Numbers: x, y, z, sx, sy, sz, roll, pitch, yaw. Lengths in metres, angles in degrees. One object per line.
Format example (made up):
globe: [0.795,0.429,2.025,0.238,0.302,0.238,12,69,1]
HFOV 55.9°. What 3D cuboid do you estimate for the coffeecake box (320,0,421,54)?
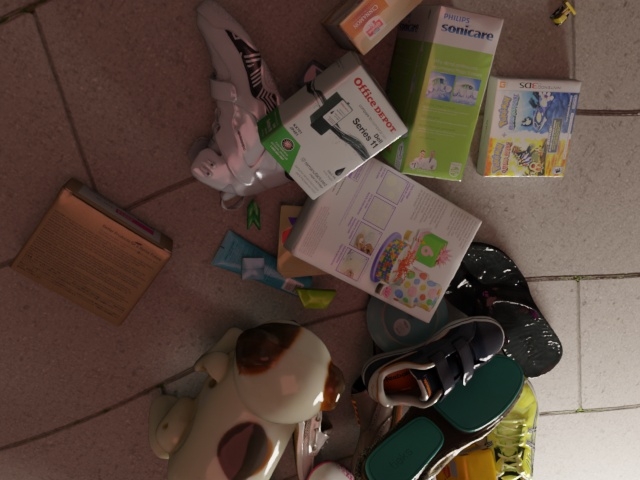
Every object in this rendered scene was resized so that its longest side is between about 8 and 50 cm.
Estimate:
coffeecake box: [0.086,-0.402,1.049,0.142,0.185,0.068,-42,112,6]

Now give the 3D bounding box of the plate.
plate: [0.195,0.168,1.332,0.188,0.024,0.188,1,82,-9]

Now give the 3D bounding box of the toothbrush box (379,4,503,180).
toothbrush box: [0.203,-0.275,1.110,0.122,0.206,0.283,5,109,-12]

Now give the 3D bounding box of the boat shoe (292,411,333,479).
boat shoe: [-0.017,0.446,1.405,0.096,0.098,0.277,-3,110,-9]

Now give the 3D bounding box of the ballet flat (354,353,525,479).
ballet flat: [0.253,0.423,1.336,0.483,0.164,0.182,-30,151,-28]

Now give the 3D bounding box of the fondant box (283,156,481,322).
fondant box: [0.125,-0.014,1.215,0.330,0.096,0.238,28,90,-15]

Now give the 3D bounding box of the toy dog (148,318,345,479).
toy dog: [-0.146,0.324,1.188,0.284,0.395,0.408,35,108,-9]

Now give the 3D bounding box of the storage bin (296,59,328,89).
storage bin: [0.003,-0.281,1.117,0.091,0.135,0.098,34,103,-9]

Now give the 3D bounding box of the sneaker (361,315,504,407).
sneaker: [0.249,0.266,1.264,0.321,0.127,0.126,-23,106,0]

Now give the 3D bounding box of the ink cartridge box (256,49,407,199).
ink cartridge box: [0.020,-0.194,1.028,0.208,0.087,0.153,-36,121,14]

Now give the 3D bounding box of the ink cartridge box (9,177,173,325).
ink cartridge box: [-0.436,0.025,1.169,0.234,0.088,0.193,35,99,-20]

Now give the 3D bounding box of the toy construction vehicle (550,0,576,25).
toy construction vehicle: [0.482,-0.483,1.174,0.098,0.035,0.086,-44,112,8]

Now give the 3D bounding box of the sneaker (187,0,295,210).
sneaker: [-0.172,-0.228,1.093,0.210,0.137,0.366,-30,116,-1]

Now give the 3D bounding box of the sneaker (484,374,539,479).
sneaker: [0.471,0.493,1.474,0.145,0.147,0.385,-7,112,12]

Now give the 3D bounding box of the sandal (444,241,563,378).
sandal: [0.433,0.167,1.376,0.167,0.107,0.446,-42,113,7]

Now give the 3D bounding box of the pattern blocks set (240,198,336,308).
pattern blocks set: [0.000,0.000,1.248,0.325,0.026,0.285,11,95,-16]

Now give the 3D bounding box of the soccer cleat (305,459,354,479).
soccer cleat: [0.075,0.646,1.438,0.116,0.143,0.331,-39,130,-16]

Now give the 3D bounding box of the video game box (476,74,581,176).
video game box: [0.431,-0.235,1.255,0.187,0.048,0.205,-1,111,-8]

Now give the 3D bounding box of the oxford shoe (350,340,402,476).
oxford shoe: [0.120,0.389,1.404,0.132,0.130,0.364,16,98,-9]

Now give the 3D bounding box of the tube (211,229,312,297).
tube: [-0.118,0.057,1.264,0.207,0.052,0.080,27,81,-16]

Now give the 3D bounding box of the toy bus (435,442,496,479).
toy bus: [0.351,0.598,1.442,0.108,0.130,0.333,-4,83,-23]
